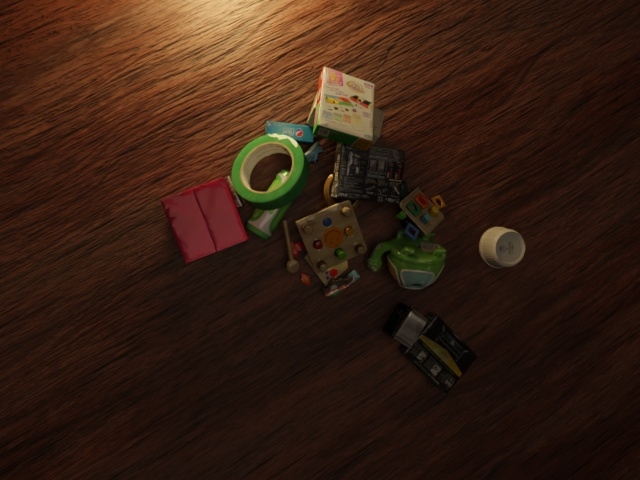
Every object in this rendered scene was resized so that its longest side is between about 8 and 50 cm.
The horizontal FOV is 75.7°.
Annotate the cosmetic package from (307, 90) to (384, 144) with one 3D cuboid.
[{"bbox_3d":[0.112,-0.539,1.807,0.309,0.113,0.160,20,62,-11],"label":"cosmetic package"}]

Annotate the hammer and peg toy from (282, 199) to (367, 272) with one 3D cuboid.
[{"bbox_3d":[0.000,0.000,1.765,0.360,0.127,0.266,-23,109,-6],"label":"hammer and peg toy"}]

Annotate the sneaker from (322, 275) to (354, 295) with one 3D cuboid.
[{"bbox_3d":[0.078,0.191,1.852,0.157,0.061,0.065,-28,91,-10],"label":"sneaker"}]

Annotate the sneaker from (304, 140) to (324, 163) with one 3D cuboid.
[{"bbox_3d":[-0.045,-0.363,1.833,0.073,0.063,0.162,44,84,-13],"label":"sneaker"}]

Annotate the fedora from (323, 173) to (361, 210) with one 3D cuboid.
[{"bbox_3d":[0.095,-0.217,1.845,0.194,0.079,0.195,-3,101,-17],"label":"fedora"}]

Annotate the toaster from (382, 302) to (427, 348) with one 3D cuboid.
[{"bbox_3d":[0.385,0.383,1.883,0.110,0.185,0.168,33,85,-6],"label":"toaster"}]

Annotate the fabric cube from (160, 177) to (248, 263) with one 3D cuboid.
[{"bbox_3d":[-0.456,-0.078,1.663,0.258,0.254,0.259,-21,94,-9],"label":"fabric cube"}]

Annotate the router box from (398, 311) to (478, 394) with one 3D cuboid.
[{"bbox_3d":[0.563,0.538,1.975,0.309,0.081,0.243,45,83,-9],"label":"router box"}]

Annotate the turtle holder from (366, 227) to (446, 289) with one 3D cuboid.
[{"bbox_3d":[0.395,0.099,1.848,0.319,0.243,0.228,-8,121,-23],"label":"turtle holder"}]

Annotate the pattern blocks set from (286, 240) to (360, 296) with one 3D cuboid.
[{"bbox_3d":[0.023,0.093,1.879,0.285,0.026,0.325,-30,97,-9],"label":"pattern blocks set"}]

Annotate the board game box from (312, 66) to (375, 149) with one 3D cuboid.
[{"bbox_3d":[0.103,-0.547,1.705,0.242,0.064,0.317,13,63,-15],"label":"board game box"}]

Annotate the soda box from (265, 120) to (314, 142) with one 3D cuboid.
[{"bbox_3d":[-0.137,-0.470,1.807,0.209,0.067,0.071,4,92,-11],"label":"soda box"}]

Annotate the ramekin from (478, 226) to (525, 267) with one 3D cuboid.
[{"bbox_3d":[0.894,0.037,2.012,0.206,0.109,0.208,0,93,-11],"label":"ramekin"}]

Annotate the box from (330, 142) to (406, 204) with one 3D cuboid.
[{"bbox_3d":[0.209,-0.291,1.787,0.307,0.076,0.243,3,97,-20],"label":"box"}]

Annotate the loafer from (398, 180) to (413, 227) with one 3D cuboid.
[{"bbox_3d":[0.400,-0.170,1.920,0.076,0.078,0.224,-10,94,-11],"label":"loafer"}]

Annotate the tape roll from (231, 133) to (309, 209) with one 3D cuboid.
[{"bbox_3d":[-0.208,-0.286,1.708,0.320,0.077,0.322,-7,67,16],"label":"tape roll"}]

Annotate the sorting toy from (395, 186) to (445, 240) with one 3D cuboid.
[{"bbox_3d":[0.470,-0.139,1.870,0.196,0.047,0.347,50,52,2],"label":"sorting toy"}]

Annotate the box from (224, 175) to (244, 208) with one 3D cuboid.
[{"bbox_3d":[-0.366,-0.203,1.755,0.027,0.094,0.137,-23,97,-2],"label":"box"}]

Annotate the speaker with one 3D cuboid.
[{"bbox_3d":[-0.198,-0.153,1.775,0.131,0.131,0.297,33,85,-11],"label":"speaker"}]
